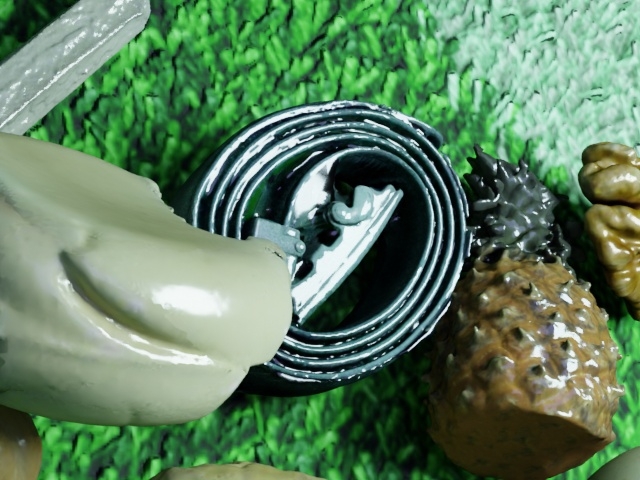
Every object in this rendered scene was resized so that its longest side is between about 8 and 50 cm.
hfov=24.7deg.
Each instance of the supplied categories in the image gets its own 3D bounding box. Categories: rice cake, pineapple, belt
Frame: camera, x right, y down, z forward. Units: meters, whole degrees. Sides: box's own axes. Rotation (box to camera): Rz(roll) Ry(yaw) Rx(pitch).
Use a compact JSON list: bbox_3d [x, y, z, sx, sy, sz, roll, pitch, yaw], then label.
[{"bbox_3d":[-0.221,-0.112,1.078,0.256,0.057,0.052,-48,114,-32],"label":"rice cake"},{"bbox_3d":[0.157,0.047,1.177,0.157,0.158,0.279,18,51,-20],"label":"pineapple"},{"bbox_3d":[0.000,0.000,1.115,0.267,0.116,0.206,-38,94,-29],"label":"belt"}]

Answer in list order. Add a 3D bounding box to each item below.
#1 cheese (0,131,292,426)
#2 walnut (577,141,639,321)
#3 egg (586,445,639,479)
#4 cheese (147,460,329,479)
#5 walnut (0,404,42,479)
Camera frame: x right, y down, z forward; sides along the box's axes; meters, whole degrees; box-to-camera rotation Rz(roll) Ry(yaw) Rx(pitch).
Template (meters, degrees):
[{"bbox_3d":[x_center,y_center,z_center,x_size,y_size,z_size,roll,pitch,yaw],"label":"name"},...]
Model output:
[{"bbox_3d":[-0.158,0.019,0.940,0.233,0.266,0.127,8,109,-42],"label":"cheese"},{"bbox_3d":[0.267,-0.010,1.237,0.170,0.069,0.143,41,41,-56],"label":"walnut"},{"bbox_3d":[0.260,0.273,1.103,0.188,0.188,0.254,30,65,-14],"label":"egg"},{"bbox_3d":[-0.051,0.263,0.999,0.226,0.117,0.214,13,70,-17],"label":"cheese"},{"bbox_3d":[-0.263,0.137,0.919,0.166,0.149,0.167,-3,101,-16],"label":"walnut"}]
